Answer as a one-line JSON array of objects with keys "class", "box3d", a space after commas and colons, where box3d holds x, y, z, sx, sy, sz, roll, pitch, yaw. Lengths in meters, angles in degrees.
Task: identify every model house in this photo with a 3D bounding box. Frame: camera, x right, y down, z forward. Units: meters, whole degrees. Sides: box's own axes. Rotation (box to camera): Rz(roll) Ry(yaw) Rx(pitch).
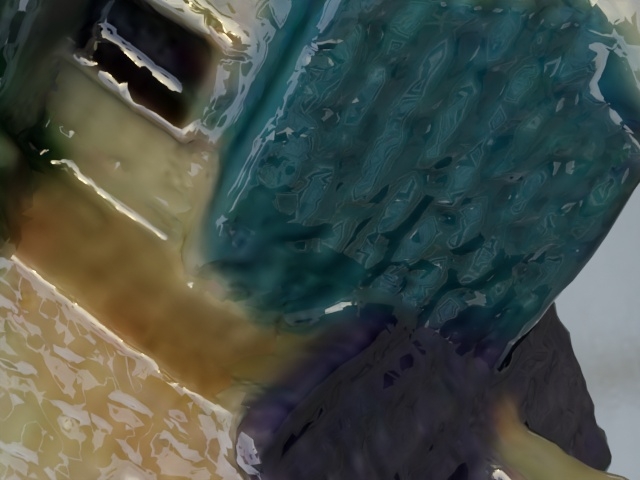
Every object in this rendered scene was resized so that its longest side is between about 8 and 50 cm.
[{"class": "model house", "box3d": [0.000, 0.000, 0.563, 0.245, 0.280, 0.312, -36, -18, -54]}]
